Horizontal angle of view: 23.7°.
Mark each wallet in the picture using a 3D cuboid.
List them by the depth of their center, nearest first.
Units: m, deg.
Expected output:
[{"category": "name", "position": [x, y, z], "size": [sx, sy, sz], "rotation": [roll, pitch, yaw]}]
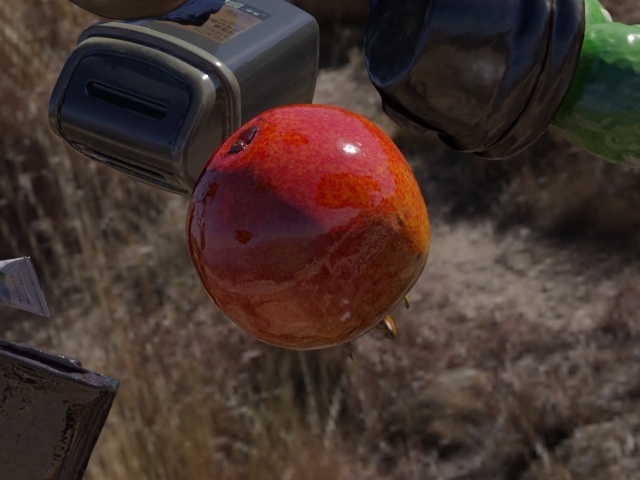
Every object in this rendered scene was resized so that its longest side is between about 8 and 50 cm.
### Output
[{"category": "wallet", "position": [-0.366, 0.238, 1.888], "size": [0.182, 0.229, 0.049], "rotation": [20, 24, -5]}]

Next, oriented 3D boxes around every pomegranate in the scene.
[{"category": "pomegranate", "position": [0.000, 0.000, 1.390], "size": [0.221, 0.256, 0.221], "rotation": [-21, 42, 20]}]

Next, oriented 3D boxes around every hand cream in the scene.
[{"category": "hand cream", "position": [-0.404, 0.057, 1.998], "size": [0.053, 0.084, 0.142], "rotation": [-28, 20, -32]}]

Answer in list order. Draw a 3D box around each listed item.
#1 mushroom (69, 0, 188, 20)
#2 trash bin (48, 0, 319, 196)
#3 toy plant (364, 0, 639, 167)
[{"category": "mushroom", "position": [-0.183, -0.258, 1.357], "size": [0.188, 0.117, 0.141], "rotation": [19, 19, -45]}, {"category": "trash bin", "position": [-0.143, -0.168, 1.686], "size": [0.209, 0.182, 0.290], "rotation": [19, 35, 23]}, {"category": "toy plant", "position": [0.164, -0.139, 1.143], "size": [0.235, 0.175, 0.218], "rotation": [9, 24, -21]}]
